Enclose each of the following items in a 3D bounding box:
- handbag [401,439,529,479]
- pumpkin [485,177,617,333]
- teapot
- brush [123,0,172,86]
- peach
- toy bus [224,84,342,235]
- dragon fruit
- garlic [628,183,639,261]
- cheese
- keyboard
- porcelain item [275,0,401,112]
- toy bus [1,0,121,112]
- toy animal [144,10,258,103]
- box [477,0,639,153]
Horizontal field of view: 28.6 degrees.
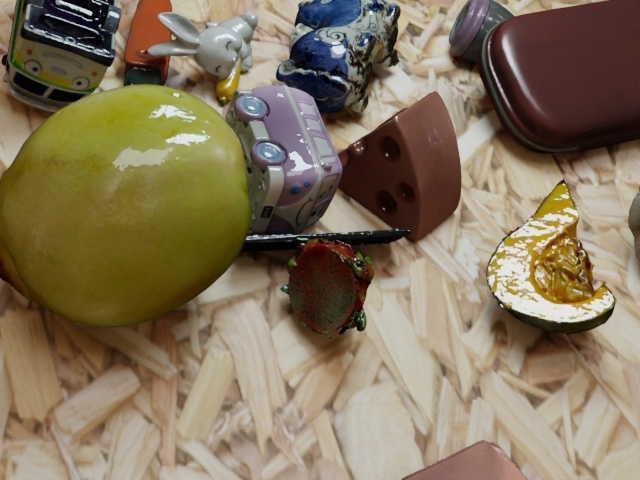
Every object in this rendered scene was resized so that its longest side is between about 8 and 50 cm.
[{"bbox_3d":[0.205,0.347,1.487,0.157,0.059,0.212,-18,51,-33],"label":"handbag"},{"bbox_3d":[0.308,0.047,1.813,0.163,0.111,0.278,-6,46,-4],"label":"pumpkin"},{"bbox_3d":[0.305,-0.354,2.230,0.146,0.148,0.116,25,79,-9],"label":"teapot"},{"bbox_3d":[-0.274,-0.334,2.057,0.070,0.051,0.323,6,46,-2],"label":"brush"},{"bbox_3d":[-0.244,-0.038,1.584,0.316,0.314,0.281,-21,70,-31],"label":"peach"},{"bbox_3d":[-0.060,-0.113,1.808,0.142,0.142,0.202,1,48,-26],"label":"toy bus"},{"bbox_3d":[0.019,0.050,1.690,0.142,0.138,0.175,60,25,-6],"label":"dragon fruit"},{"bbox_3d":[0.576,-0.030,1.942,0.219,0.218,0.212,23,2,7],"label":"garlic"},{"bbox_3d":[0.123,-0.138,1.876,0.203,0.177,0.128,39,47,22],"label":"cheese"},{"bbox_3d":[0.000,0.000,1.773,0.251,0.087,0.017,-2,83,-20],"label":"keyboard"},{"bbox_3d":[0.020,-0.323,2.074,0.186,0.138,0.288,15,41,15],"label":"porcelain item"},{"bbox_3d":[-0.397,-0.335,1.920,0.143,0.179,0.305,17,40,-23],"label":"toy bus"},{"bbox_3d":[-0.180,-0.298,2.001,0.127,0.131,0.182,23,26,19],"label":"toy animal"},{"bbox_3d":[0.454,-0.281,2.138,0.404,0.108,0.263,-12,72,-28],"label":"box"}]
